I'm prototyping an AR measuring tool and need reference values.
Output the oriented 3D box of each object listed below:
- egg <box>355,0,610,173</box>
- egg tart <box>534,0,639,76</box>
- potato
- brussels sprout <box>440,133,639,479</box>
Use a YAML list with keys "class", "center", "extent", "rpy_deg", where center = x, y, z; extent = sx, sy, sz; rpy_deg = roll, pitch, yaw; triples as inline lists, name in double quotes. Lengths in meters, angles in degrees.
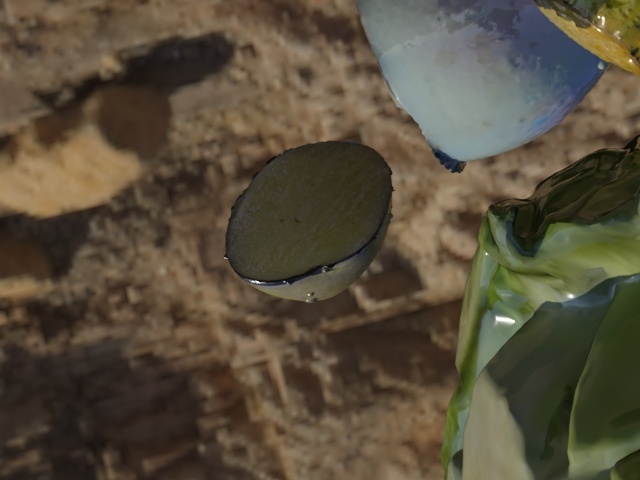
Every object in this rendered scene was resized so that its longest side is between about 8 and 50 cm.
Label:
- class: "egg"
  center: [0.264, -0.316, 2.342]
  extent: [0.340, 0.354, 0.354]
  rpy_deg: [-26, 169, 18]
- class: "egg tart"
  center: [0.320, -0.272, 1.832]
  extent: [0.118, 0.288, 0.288]
  rpy_deg: [-54, 168, 3]
- class: "potato"
  center: [0.000, 0.000, 1.812]
  extent: [0.182, 0.202, 0.117]
  rpy_deg: [2, 141, 21]
- class: "brussels sprout"
  center: [0.252, 0.153, 0.876]
  extent: [0.361, 0.425, 0.342]
  rpy_deg: [-2, -168, -11]
